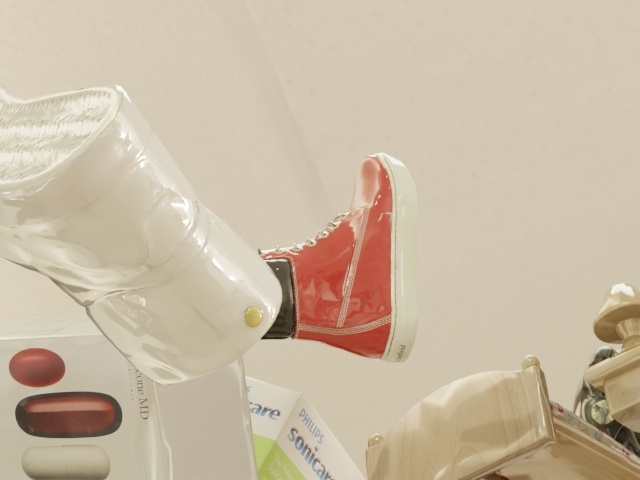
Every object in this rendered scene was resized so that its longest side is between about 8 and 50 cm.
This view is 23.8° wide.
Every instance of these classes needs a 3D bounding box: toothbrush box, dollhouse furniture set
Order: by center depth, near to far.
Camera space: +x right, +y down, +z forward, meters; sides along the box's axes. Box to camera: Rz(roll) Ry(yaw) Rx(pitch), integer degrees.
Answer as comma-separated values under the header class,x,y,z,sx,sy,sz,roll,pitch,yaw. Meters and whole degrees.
class,x,y,z,sx,sy,sz,roll,pitch,yaw
dollhouse furniture set,0.196,0.121,1.046,0.355,0.174,0.303,-30,-42,29
toothbrush box,-0.087,0.307,1.522,0.283,0.122,0.206,-58,-40,-24

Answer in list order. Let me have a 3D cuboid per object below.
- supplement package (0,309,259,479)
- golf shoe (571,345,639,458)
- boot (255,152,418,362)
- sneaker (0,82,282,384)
class,x,y,z,sx,sy,sz,roll,pitch,yaw
supplement package,-0.179,0.159,1.259,0.203,0.194,0.149,-5,5,25
golf shoe,0.272,0.240,1.453,0.105,0.273,0.120,17,-17,2
boot,0.000,0.000,1.459,0.176,0.244,0.088,9,-43,-9
sneaker,-0.138,0.005,0.821,0.108,0.292,0.169,-50,-61,-18
